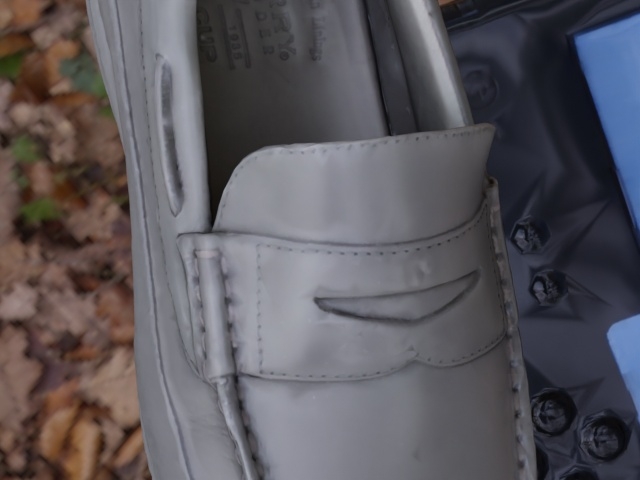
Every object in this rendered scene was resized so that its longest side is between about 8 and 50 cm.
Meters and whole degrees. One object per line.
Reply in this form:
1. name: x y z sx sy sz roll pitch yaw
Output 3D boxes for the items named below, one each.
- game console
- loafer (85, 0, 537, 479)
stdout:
1. game console: 0.242 0.003 0.874 0.387 0.060 0.342 -20 101 -1
2. loafer: 0.000 0.000 0.524 0.111 0.112 0.319 -39 66 63
